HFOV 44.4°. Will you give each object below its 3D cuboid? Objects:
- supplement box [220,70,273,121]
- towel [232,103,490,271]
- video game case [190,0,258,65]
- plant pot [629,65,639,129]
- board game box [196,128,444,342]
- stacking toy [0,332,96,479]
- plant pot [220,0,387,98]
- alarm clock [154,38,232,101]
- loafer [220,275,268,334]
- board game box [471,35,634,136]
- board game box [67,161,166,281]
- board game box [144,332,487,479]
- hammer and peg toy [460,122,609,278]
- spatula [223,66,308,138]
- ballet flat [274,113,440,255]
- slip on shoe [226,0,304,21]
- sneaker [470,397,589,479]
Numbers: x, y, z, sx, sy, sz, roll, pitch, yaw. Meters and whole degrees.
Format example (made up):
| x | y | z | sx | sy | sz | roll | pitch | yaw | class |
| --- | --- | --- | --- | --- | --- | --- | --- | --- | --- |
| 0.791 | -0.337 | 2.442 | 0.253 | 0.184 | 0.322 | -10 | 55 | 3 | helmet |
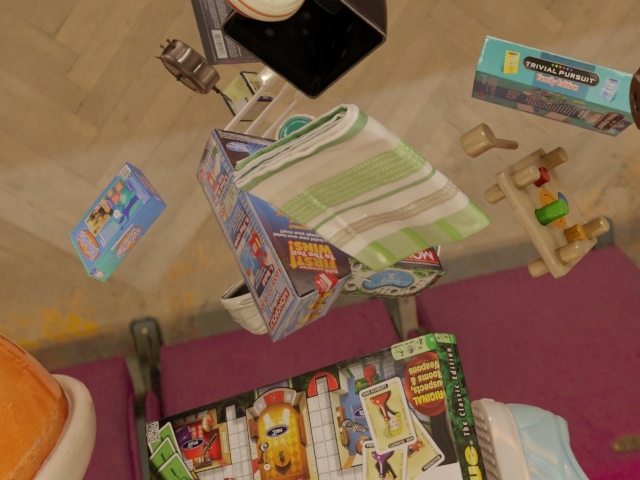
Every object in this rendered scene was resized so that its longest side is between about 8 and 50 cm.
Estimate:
| x | y | z | sx | sy | sz | roll | pitch | yaw | class |
| --- | --- | --- | --- | --- | --- | --- | --- | --- | --- |
| -0.170 | -0.332 | 1.811 | 0.083 | 0.056 | 0.083 | -39 | 75 | 32 | supplement box |
| 0.029 | -0.027 | 0.536 | 0.113 | 0.023 | 0.152 | -22 | 138 | 39 | towel |
| -0.127 | -0.411 | 1.377 | 0.026 | 0.274 | 0.196 | -10 | 97 | 34 | video game case |
| 0.499 | -0.192 | 0.993 | 0.165 | 0.167 | 0.167 | -19 | 115 | -20 | plant pot |
| 0.000 | 0.000 | 0.682 | 0.194 | 0.194 | 0.060 | 8 | 134 | -23 | board game box |
| -0.398 | 0.038 | 0.488 | 0.351 | 0.350 | 0.479 | -26 | 107 | 0 | stacking toy |
| -0.008 | -0.365 | 1.196 | 0.188 | 0.167 | 0.187 | 34 | 142 | -21 | plant pot |
| -0.269 | -0.359 | 1.698 | 0.192 | 0.129 | 0.064 | 36 | 84 | -19 | alarm clock |
| -0.039 | 0.034 | 1.384 | 0.319 | 0.112 | 0.111 | -44 | 123 | 5 | loafer |
| 0.496 | -0.321 | 1.659 | 0.336 | 0.254 | 0.079 | 17 | 91 | 9 | board game box |
| -0.429 | -0.041 | 1.644 | 0.210 | 0.160 | 0.047 | -49 | 136 | 6 | board game box |
| -0.016 | 0.158 | 0.501 | 0.260 | 0.136 | 0.030 | -24 | 158 | 34 | board game box |
| 0.474 | -0.116 | 1.709 | 0.127 | 0.266 | 0.361 | -32 | 86 | 39 | hammer and peg toy |
| -0.102 | -0.277 | 1.586 | 0.242 | 0.019 | 0.168 | -43 | 157 | 23 | spatula |
| 0.074 | -0.094 | 1.542 | 0.400 | 0.139 | 0.139 | 42 | 100 | 3 | ballet flat |
| -0.087 | -0.316 | 0.871 | 0.123 | 0.331 | 0.101 | 12 | 124 | -25 | slip on shoe |
| 0.262 | 0.331 | 0.841 | 0.150 | 0.365 | 0.135 | 3 | 139 | -8 | sneaker |
